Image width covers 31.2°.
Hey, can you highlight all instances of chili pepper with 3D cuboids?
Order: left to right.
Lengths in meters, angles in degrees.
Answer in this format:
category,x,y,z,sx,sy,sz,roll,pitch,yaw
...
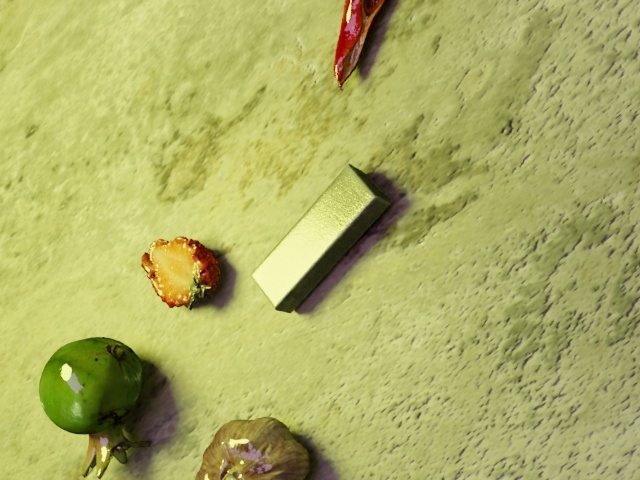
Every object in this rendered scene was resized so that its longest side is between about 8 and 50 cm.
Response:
category,x,y,z,sx,sy,sz,roll,pitch,yaw
chili pepper,0.064,-0.328,1.528,0.050,0.059,0.267,-154,81,-70

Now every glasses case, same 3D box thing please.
category,x,y,z,sx,sy,sz,roll,pitch,yaw
glasses case,0.000,0.000,1.502,0.205,0.047,0.071,-49,57,15

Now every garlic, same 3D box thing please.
category,x,y,z,sx,sy,sz,roll,pitch,yaw
garlic,-0.092,0.300,1.468,0.159,0.102,0.147,-33,65,21

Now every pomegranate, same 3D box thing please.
category,x,y,z,sx,sy,sz,roll,pitch,yaw
pomegranate,-0.307,0.230,1.586,0.131,0.152,0.191,-9,90,31

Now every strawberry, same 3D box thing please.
category,x,y,z,sx,sy,sz,roll,pitch,yaw
strawberry,-0.194,0.042,1.611,0.152,0.048,0.103,36,107,44
